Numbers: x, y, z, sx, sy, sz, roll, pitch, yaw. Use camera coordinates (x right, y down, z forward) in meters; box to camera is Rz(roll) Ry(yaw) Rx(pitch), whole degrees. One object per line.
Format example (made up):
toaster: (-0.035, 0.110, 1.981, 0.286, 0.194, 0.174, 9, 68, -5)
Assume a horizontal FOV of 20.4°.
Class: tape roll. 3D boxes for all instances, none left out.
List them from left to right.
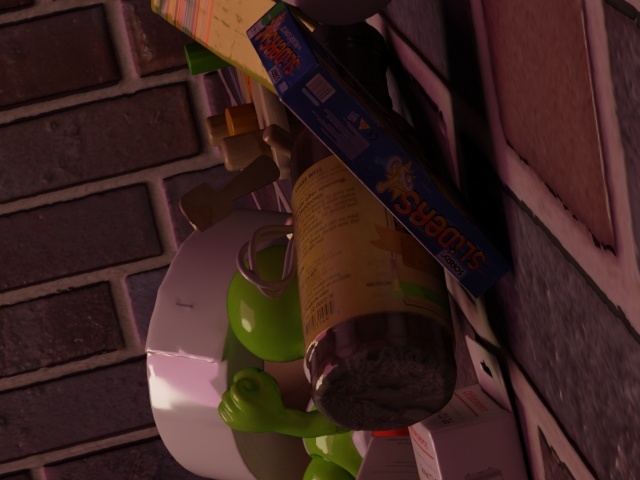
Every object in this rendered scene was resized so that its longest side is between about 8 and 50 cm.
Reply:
tape roll: (-0.056, 0.110, 1.816, 0.286, 0.100, 0.286, -17, -69, -56)

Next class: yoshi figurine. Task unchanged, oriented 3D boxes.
yoshi figurine: (0.002, 0.135, 1.697, 0.203, 0.203, 0.362, -100, 5, -51)

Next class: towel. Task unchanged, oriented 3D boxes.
towel: (-0.079, -0.218, 1.769, 0.237, 0.021, 0.102, 36, 134, 27)

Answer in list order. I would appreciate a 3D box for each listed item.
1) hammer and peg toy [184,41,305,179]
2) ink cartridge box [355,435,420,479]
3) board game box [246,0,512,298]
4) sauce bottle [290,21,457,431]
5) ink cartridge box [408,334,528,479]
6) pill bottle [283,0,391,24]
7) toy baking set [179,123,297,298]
hammer and peg toy: (-0.088, -0.256, 1.929, 0.266, 0.127, 0.361, -127, 24, -75)
ink cartridge box: (0.069, 0.288, 1.483, 0.218, 0.092, 0.158, -62, -33, -55)
board game box: (0.038, -0.062, 1.189, 0.201, 0.035, 0.136, 45, -171, -25)
sauce bottle: (0.032, -0.026, 1.348, 0.111, 0.111, 0.344, 85, 179, -53)
ink cartridge box: (0.112, 0.179, 1.328, 0.115, 0.067, 0.198, -146, 44, -81)
pill bottle: (-0.006, -0.243, 1.261, 0.215, 0.117, 0.117, -111, 10, -49)
toy baking set: (0.001, -0.004, 1.414, 0.256, 0.030, 0.197, 37, -145, -25)
